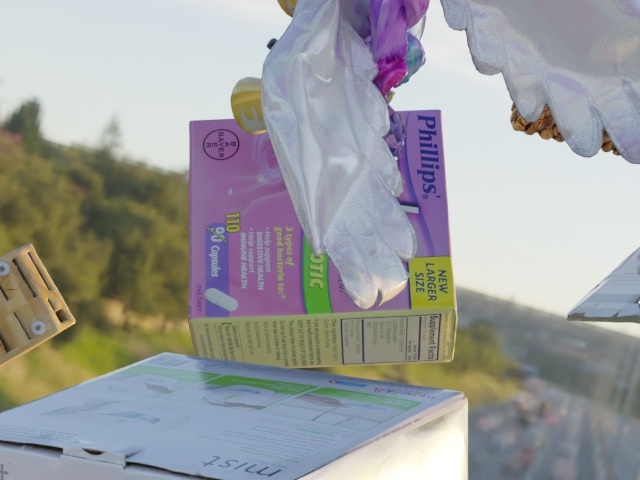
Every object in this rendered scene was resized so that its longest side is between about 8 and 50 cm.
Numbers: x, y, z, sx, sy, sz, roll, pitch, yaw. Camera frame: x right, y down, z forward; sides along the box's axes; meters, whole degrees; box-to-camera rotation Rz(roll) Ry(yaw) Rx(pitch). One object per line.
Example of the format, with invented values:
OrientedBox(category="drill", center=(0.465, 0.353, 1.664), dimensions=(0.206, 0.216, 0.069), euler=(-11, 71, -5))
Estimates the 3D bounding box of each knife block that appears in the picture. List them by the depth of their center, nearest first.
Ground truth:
OrientedBox(category="knife block", center=(-0.372, 0.110, 1.657), dimensions=(0.088, 0.275, 0.242), euler=(60, -5, -1))

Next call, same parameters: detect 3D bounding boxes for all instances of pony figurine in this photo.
OrientedBox(category="pony figurine", center=(0.030, -0.164, 1.170), dimensions=(0.303, 0.351, 0.363), euler=(-31, 13, -23))

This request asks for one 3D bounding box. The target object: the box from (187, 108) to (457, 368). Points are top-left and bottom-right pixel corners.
OrientedBox(category="box", center=(0.000, 0.000, 1.608), dimensions=(0.243, 0.213, 0.117), euler=(-2, -28, 1))

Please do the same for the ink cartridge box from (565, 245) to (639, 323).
OrientedBox(category="ink cartridge box", center=(0.372, 0.024, 1.339), dimensions=(0.130, 0.272, 0.309), euler=(52, -10, -6))

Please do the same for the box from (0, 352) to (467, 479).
OrientedBox(category="box", center=(-0.071, 0.165, 1.115), dimensions=(0.262, 0.127, 0.231), euler=(5, 13, 33))

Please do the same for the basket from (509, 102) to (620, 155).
OrientedBox(category="basket", center=(0.342, -0.211, 1.661), dimensions=(0.223, 0.213, 0.299), euler=(13, -14, -10))
